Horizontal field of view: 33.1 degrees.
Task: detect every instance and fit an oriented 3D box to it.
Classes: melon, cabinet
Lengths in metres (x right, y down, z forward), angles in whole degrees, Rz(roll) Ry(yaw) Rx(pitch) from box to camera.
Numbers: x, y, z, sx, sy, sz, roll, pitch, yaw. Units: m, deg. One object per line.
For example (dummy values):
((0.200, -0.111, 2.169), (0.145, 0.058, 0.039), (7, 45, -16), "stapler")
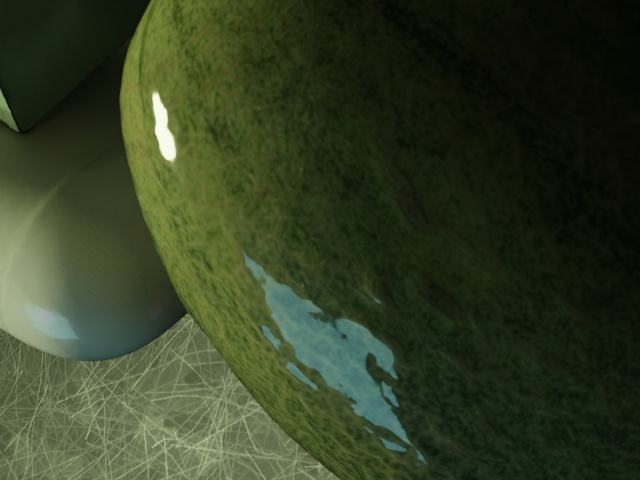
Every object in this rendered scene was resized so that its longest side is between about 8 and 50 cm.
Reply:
((0.062, -0.011, 0.476), (0.329, 0.248, 0.248), (44, 169, -23), "melon")
((-0.246, -0.205, 0.736), (0.206, 0.145, 0.150), (30, 153, 22), "cabinet")

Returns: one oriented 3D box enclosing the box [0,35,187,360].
((-0.209, -0.065, 0.828), (0.349, 0.289, 0.141), (27, 130, 18), "box")
